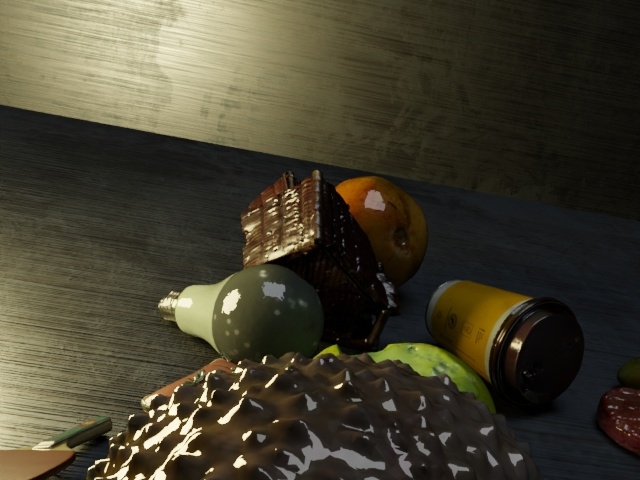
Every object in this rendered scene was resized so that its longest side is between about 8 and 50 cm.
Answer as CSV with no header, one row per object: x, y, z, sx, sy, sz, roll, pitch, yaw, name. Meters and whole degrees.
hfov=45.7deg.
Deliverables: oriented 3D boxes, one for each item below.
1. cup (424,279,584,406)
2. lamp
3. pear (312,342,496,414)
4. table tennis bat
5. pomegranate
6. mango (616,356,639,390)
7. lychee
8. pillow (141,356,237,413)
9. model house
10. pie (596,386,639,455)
0.322,0.169,1.366,0.196,0.196,0.280,2,12,-28,cup
-0.126,0.128,1.269,0.182,0.181,0.314,-3,1,-38,lamp
0.139,0.242,1.032,0.282,0.176,0.286,-3,24,-43,pear
-0.339,0.251,0.871,0.154,0.021,0.274,-6,2,24,table tennis bat
0.105,-0.010,1.642,0.264,0.264,0.264,11,18,-3,pomegranate
0.676,0.274,1.372,0.268,0.111,0.133,18,31,35,mango
-0.016,0.265,0.524,0.432,0.380,0.380,-3,4,40,lychee
-0.134,0.225,1.061,0.171,0.075,0.179,23,22,28,pillow
0.000,0.000,1.392,0.297,0.282,0.317,3,42,-3,model house
0.557,0.306,1.275,0.183,0.049,0.182,5,24,-2,pie
